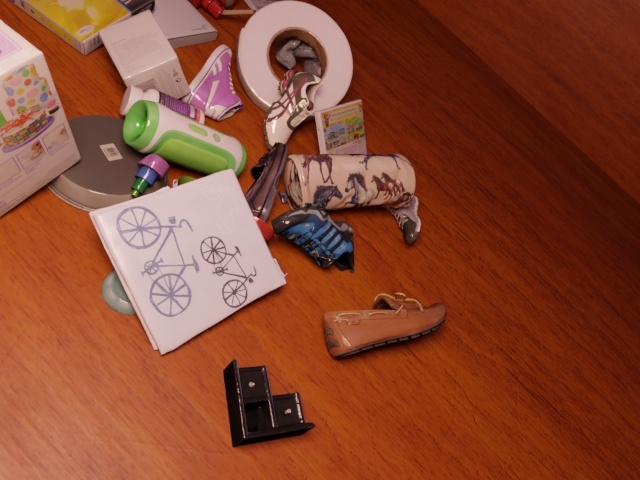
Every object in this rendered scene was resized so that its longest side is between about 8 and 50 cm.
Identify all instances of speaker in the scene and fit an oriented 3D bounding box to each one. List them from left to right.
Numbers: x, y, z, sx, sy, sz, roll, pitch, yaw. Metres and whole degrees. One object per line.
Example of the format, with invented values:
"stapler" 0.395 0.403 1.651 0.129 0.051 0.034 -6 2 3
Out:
"speaker" -0.330 -0.243 1.158 0.297 0.131 0.131 16 47 -51

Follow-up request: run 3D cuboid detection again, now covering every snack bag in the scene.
"snack bag" -0.271 0.024 1.016 0.343 0.037 0.323 -28 97 -34

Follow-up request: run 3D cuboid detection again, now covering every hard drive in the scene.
"hard drive" -0.546 -0.787 1.540 0.353 0.047 0.233 47 46 6

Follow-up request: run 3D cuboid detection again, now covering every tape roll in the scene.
"tape roll" -0.084 -0.590 1.529 0.392 0.072 0.391 0 89 -18

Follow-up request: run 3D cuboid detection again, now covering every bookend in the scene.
"bookend" -0.110 0.331 0.963 0.157 0.072 0.156 5 55 -30

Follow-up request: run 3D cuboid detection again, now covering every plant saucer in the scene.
"plant saucer" -0.402 0.101 0.986 0.119 0.021 0.119 17 50 -21

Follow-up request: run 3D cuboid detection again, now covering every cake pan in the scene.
"cake pan" -0.513 -0.194 1.114 0.293 0.054 0.293 17 50 -21

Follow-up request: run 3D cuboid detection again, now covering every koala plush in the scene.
"koala plush" -0.021 -0.675 1.702 0.221 0.203 0.196 47 23 -26

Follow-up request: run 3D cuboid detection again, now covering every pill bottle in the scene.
"pill bottle" -0.416 -0.331 1.214 0.194 0.108 0.108 17 49 -38

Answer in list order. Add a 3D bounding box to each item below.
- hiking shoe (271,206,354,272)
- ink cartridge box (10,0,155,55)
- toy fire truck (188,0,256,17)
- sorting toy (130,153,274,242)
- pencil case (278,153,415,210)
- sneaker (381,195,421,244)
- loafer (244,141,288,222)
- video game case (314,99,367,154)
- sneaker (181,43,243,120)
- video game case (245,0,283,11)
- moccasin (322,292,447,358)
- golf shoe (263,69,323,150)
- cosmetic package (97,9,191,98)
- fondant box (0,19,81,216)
"hiking shoe" 0.000 0.000 1.210 0.304 0.113 0.132 14 56 -48
"ink cartridge box" -0.705 -0.720 1.344 0.307 0.072 0.303 37 57 -7
"toy fire truck" -0.345 -0.885 1.683 0.246 0.158 0.217 45 44 -11
"sorting toy" -0.291 -0.056 1.111 0.366 0.127 0.126 34 69 -20
"pencil case" 0.091 -0.163 1.356 0.410 0.183 0.160 -6 19 -26
"sneaker" 0.250 -0.083 1.501 0.132 0.086 0.228 22 38 -10
"loafer" -0.161 -0.179 1.292 0.095 0.109 0.302 20 52 -13
"video game case" 0.073 -0.340 1.520 0.227 0.026 0.206 -30 120 -42
"sneaker" -0.303 -0.479 1.436 0.161 0.102 0.282 29 57 -16
"video game case" -0.234 -0.992 1.906 0.190 0.022 0.173 -23 72 -40
"moccasin" 0.174 0.201 1.206 0.380 0.139 0.147 -7 70 -25
"golf shoe" -0.088 -0.394 1.411 0.120 0.272 0.105 16 -5 27
"cosmetic package" -0.473 -0.482 1.252 0.151 0.151 0.183 -28 74 -10
"fondant box" -0.593 -0.192 0.833 0.096 0.330 0.238 40 62 2
